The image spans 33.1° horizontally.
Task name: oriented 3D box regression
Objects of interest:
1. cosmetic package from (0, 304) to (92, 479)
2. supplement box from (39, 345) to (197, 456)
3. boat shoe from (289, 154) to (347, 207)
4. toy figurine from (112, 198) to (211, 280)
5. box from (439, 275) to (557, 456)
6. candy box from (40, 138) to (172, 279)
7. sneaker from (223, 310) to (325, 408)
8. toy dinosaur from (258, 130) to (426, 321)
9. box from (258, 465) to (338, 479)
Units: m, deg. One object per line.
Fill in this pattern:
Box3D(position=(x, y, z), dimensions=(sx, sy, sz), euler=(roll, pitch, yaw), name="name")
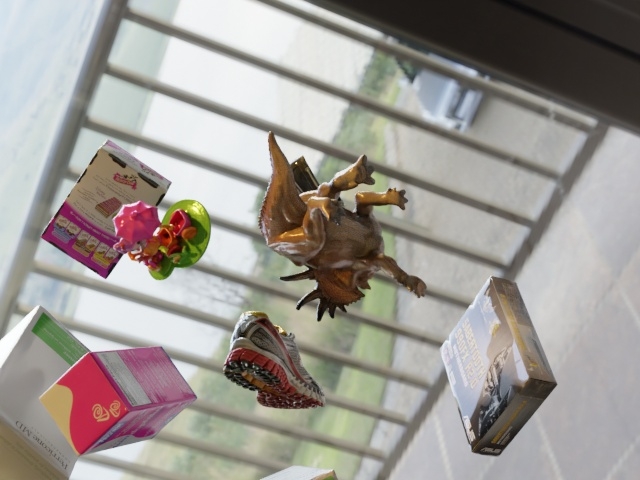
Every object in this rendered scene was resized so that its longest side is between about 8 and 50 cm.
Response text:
Box3D(position=(-0.493, 0.284, 1.790), dimensions=(0.155, 0.197, 0.365), euler=(-41, 16, 12), name="cosmetic package")
Box3D(position=(-0.300, 0.237, 1.622), dimensions=(0.111, 0.114, 0.220), euler=(-42, -17, 14), name="supplement box")
Box3D(position=(0.009, -0.054, 1.900), dimensions=(0.070, 0.219, 0.078), euler=(-38, 26, 1), name="boat shoe")
Box3D(position=(-0.307, -0.009, 1.909), dimensions=(0.173, 0.159, 0.130), euler=(-48, 57, 20), name="toy figurine")
Box3D(position=(0.281, 0.202, 1.736), dimensions=(0.231, 0.056, 0.183), euler=(-102, 32, -48), name="box")
Box3D(position=(-0.426, -0.062, 2.146), dimensions=(0.233, 0.159, 0.071), euler=(-52, 11, 18), name="candy box")
Box3D(position=(-0.049, 0.162, 1.407), dimensions=(0.225, 0.088, 0.093), euler=(55, -143, -57), name="sneaker")
Box3D(position=(0.000, 0.000, 1.310), dimensions=(0.200, 0.295, 0.127), euler=(-20, 46, 40), name="toy dinosaur")
Box3D(position=(-0.019, 0.501, 1.696), dimensions=(0.262, 0.126, 0.231), euler=(69, 159, 4), name="box")
